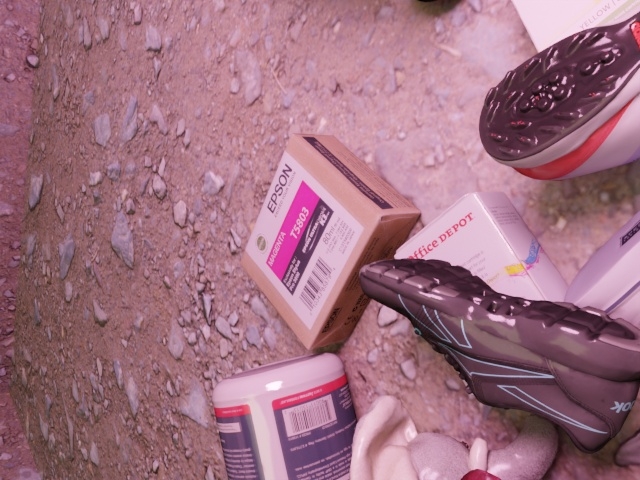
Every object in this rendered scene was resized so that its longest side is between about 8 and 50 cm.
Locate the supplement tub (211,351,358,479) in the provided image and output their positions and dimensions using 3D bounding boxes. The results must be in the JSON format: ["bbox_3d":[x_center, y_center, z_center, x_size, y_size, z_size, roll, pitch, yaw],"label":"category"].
[{"bbox_3d":[-0.032,0.306,0.689,0.191,0.191,0.273,-22,78,45],"label":"supplement tub"}]

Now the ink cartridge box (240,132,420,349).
[{"bbox_3d":[0.000,0.000,0.700,0.193,0.088,0.235,45,125,32],"label":"ink cartridge box"}]

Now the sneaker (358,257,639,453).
[{"bbox_3d":[0.137,0.089,0.453,0.267,0.101,0.106,21,111,42],"label":"sneaker"}]

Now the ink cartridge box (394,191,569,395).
[{"bbox_3d":[0.178,0.052,0.531,0.127,0.072,0.175,-44,64,40],"label":"ink cartridge box"}]

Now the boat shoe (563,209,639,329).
[{"bbox_3d":[0.302,-0.008,0.381,0.084,0.095,0.258,36,140,10],"label":"boat shoe"}]

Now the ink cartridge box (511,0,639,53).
[{"bbox_3d":[0.234,-0.281,0.428,0.171,0.056,0.235,-38,64,49],"label":"ink cartridge box"}]

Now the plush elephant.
[{"bbox_3d":[0.165,0.279,0.472,0.329,0.272,0.256,-26,32,12],"label":"plush elephant"}]

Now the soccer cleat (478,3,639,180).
[{"bbox_3d":[0.275,-0.132,0.354,0.318,0.116,0.109,-27,57,43],"label":"soccer cleat"}]

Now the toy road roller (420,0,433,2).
[{"bbox_3d":[0.054,-0.432,0.531,0.329,0.202,0.241,37,105,37],"label":"toy road roller"}]
